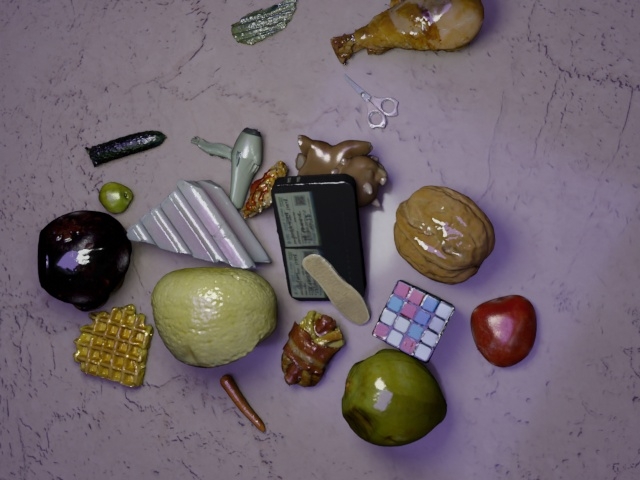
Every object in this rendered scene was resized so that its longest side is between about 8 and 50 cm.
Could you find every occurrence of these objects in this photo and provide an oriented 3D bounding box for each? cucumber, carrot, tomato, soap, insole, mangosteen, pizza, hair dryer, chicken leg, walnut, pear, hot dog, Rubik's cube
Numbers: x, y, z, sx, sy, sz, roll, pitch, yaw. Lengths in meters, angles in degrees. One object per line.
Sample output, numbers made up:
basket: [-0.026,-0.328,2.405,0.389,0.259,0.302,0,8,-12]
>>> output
cucumber: [-0.562,-0.271,1.809,0.245,0.067,0.067,-15,84,11]
carrot: [-0.211,0.446,1.720,0.037,0.037,0.190,-38,85,6]
tomato: [0.467,0.229,1.578,0.166,0.082,0.174,-15,82,9]
soap: [-0.327,0.010,1.698,0.257,0.159,0.302,-35,88,19]
insole: [0.044,0.128,1.631,0.081,0.011,0.248,-32,110,26]
mangosteen: [-0.639,0.061,1.701,0.287,0.233,0.288,13,106,53]
pizza: [-0.151,-0.129,1.658,0.062,0.199,0.188,34,95,-15]
hair dryer: [-0.259,-0.193,1.752,0.224,0.088,0.219,-4,90,23]
chicken leg: [0.215,-0.596,1.655,0.409,0.182,0.295,-14,75,25]
walnut: [0.295,-0.017,1.558,0.257,0.257,0.225,32,125,11]
pear: [-0.583,-0.125,1.795,0.096,0.092,0.092,-19,83,10]
hot dog: [-0.028,0.289,1.658,0.146,0.103,0.213,28,93,10]
Rubik's cube: [0.236,0.199,1.589,0.155,0.151,0.154,27,93,11]

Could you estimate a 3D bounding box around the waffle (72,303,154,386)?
waffle: [-0.588,0.280,1.787,0.229,0.057,0.219,13,89,12]

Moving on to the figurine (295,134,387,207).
figurine: [0.046,-0.160,1.633,0.247,0.177,0.173,10,70,0]

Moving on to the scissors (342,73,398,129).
scissors: [0.126,-0.387,1.713,0.100,0.015,0.189,-44,78,4]

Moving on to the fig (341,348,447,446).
fig: [0.189,0.391,1.549,0.270,0.239,0.240,14,89,-12]

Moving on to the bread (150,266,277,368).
bread: [-0.269,0.175,1.602,0.320,0.320,0.238,-3,101,10]

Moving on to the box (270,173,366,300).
box: [0.000,0.000,1.602,0.211,0.058,0.350,0,121,12]

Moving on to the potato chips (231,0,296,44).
potato chips: [-0.154,-0.610,1.772,0.207,0.028,0.092,-17,85,11]
